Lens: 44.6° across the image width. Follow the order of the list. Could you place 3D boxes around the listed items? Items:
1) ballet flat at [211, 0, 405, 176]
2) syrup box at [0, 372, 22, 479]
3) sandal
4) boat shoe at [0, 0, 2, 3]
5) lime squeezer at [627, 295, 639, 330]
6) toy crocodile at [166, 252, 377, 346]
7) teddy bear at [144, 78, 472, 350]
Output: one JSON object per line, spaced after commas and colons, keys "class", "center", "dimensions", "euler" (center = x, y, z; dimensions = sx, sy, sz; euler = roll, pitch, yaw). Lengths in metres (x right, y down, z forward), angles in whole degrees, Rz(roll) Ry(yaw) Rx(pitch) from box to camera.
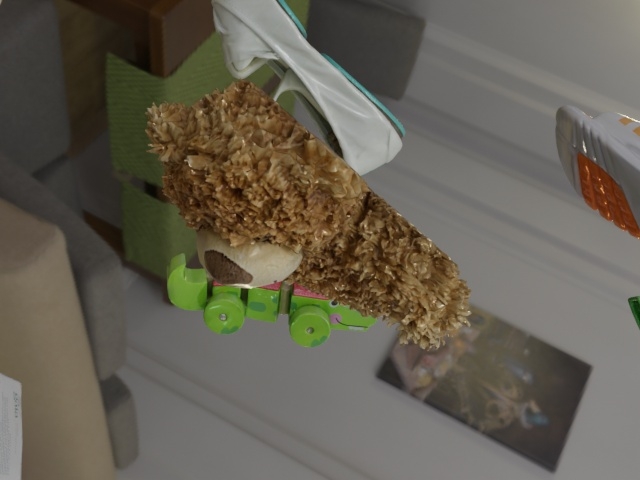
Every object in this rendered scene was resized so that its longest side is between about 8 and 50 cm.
{"class": "ballet flat", "center": [-0.051, -0.241, 1.092], "dimensions": [0.139, 0.400, 0.139], "euler": [-42, -170, 9]}
{"class": "syrup box", "center": [-0.299, 0.137, 0.573], "dimensions": [0.237, 0.096, 0.093], "euler": [106, -20, -71]}
{"class": "sandal", "center": [0.325, -0.045, 0.728], "dimensions": [0.076, 0.265, 0.102], "euler": [-30, 140, -11]}
{"class": "boat shoe", "center": [-0.413, -0.349, 0.891], "dimensions": [0.302, 0.109, 0.098], "euler": [-66, 165, -6]}
{"class": "lime squeezer", "center": [0.249, 0.198, 0.511], "dimensions": [0.059, 0.110, 0.310], "euler": [-17, -120, 63]}
{"class": "toy crocodile", "center": [-0.077, 0.087, 1.241], "dimensions": [0.115, 0.340, 0.105], "euler": [-85, -176, -62]}
{"class": "teddy bear", "center": [0.000, 0.000, 0.588], "dimensions": [0.113, 0.245, 0.338], "euler": [-51, 171, 4]}
